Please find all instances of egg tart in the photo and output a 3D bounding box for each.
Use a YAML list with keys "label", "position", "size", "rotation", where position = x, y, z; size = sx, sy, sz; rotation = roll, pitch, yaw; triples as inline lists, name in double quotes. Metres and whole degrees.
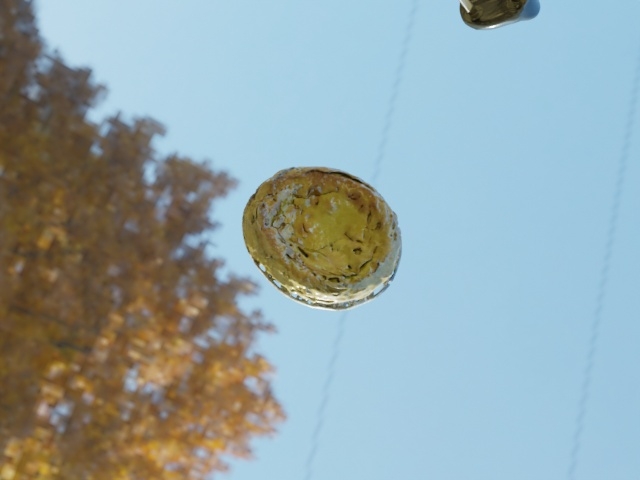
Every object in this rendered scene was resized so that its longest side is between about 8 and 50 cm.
- label: "egg tart"
  position: [0.000, 0.000, 2.229]
  size: [0.094, 0.234, 0.234]
  rotation: [115, -17, -57]

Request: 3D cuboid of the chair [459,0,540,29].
- label: "chair"
  position: [0.176, -0.325, 1.840]
  size: [0.095, 0.221, 0.104]
  rotation: [-36, -134, 4]
